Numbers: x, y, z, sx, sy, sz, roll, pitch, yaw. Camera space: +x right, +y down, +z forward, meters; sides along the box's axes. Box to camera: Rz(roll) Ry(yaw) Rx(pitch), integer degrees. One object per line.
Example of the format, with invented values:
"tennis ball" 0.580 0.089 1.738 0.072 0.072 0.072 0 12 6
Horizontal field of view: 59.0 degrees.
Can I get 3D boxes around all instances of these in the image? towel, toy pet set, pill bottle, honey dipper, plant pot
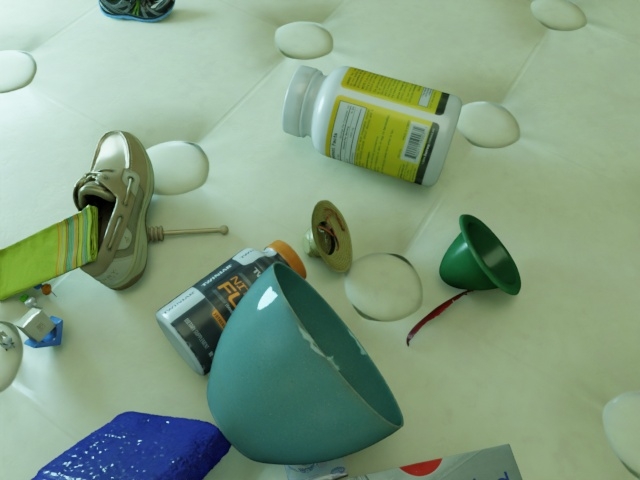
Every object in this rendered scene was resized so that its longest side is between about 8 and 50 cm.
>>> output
"towel" -0.472 0.024 0.963 0.237 0.021 0.102 -21 62 21
"toy pet set" -0.479 0.139 0.956 0.114 0.065 0.122 4 45 41
"towel" -0.281 0.334 0.707 0.227 0.076 0.308 -2 17 29
"pill bottle" 0.100 -0.242 1.148 0.333 0.188 0.188 18 58 8
"honey dipper" -0.256 -0.018 1.076 0.160 0.030 0.031 -5 58 -10
"plant pot" -0.047 0.203 0.816 0.195 0.290 0.290 -39 65 6
"pill bottle" -0.139 0.100 0.948 0.245 0.130 0.130 -38 67 -24

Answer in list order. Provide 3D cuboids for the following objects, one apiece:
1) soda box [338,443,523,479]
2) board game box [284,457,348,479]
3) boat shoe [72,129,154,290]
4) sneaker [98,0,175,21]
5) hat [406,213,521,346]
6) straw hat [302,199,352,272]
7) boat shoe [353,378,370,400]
"soda box" 0.146 0.376 0.813 0.286 0.091 0.098 -8 58 -9
"board game box" -0.013 0.331 0.873 0.090 0.020 0.090 -13 57 -12
"boat shoe" -0.385 -0.081 1.037 0.121 0.110 0.341 -22 59 15
"sneaker" -0.455 -0.591 1.398 0.188 0.078 0.067 -1 58 -5
"hat" 0.243 0.070 1.056 0.208 0.183 0.173 5 53 -52
"straw hat" 0.000 0.000 1.058 0.061 0.144 0.145 -20 52 30
"boat shoe" 0.057 0.270 0.913 0.035 0.035 0.100 -1 57 29
